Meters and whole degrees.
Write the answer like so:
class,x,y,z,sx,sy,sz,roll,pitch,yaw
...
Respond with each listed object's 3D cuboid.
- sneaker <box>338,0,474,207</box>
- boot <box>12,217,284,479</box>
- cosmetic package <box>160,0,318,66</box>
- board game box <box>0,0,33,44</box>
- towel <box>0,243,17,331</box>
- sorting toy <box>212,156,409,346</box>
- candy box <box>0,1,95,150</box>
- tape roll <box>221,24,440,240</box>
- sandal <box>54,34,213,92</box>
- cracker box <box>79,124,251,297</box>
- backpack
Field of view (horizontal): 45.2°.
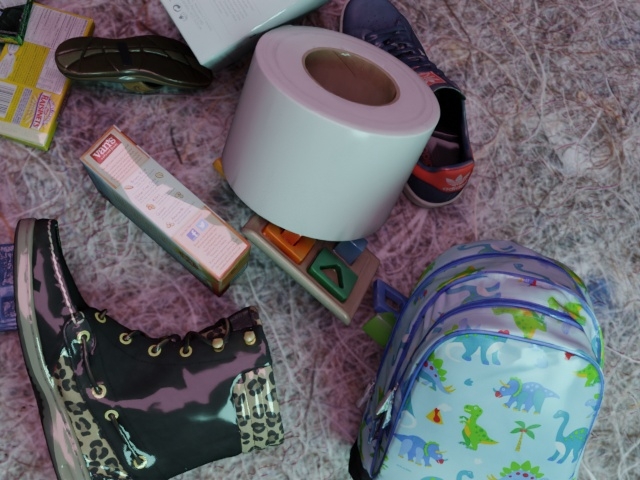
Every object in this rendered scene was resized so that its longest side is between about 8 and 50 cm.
class,x,y,z,sx,sy,sz,roll,pitch,yaw
sneaker,0.135,-0.227,1.112,0.131,0.148,0.350,-22,81,-13
boot,-0.215,0.134,0.969,0.284,0.138,0.378,-13,89,-12
cosmetic package,-0.091,-0.343,1.027,0.224,0.224,0.138,-33,100,3
board game box,-0.539,-0.359,1.090,0.259,0.030,0.136,8,78,0
towel,-0.401,0.060,1.025,0.067,0.029,0.120,-4,77,-10
sorting toy,0.000,0.000,1.018,0.347,0.196,0.047,41,118,-5
candy box,-0.406,-0.237,1.095,0.105,0.027,0.206,17,75,-4
tape roll,0.010,-0.141,0.991,0.246,0.169,0.246,15,39,-13
sandal,-0.264,-0.242,1.096,0.219,0.060,0.090,-7,63,-25
cracker box,-0.198,-0.032,1.012,0.232,0.156,0.067,40,77,2
backpack,0.196,0.179,0.901,0.290,0.273,0.356,17,101,8
